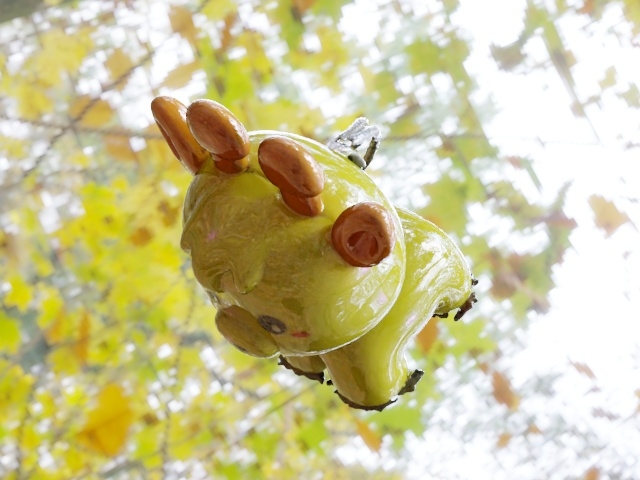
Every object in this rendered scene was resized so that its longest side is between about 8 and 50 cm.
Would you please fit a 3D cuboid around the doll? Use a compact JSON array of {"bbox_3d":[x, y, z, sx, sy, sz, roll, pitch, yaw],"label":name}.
[{"bbox_3d":[0.000,0.000,0.814,0.143,0.135,0.221,30,-14,31],"label":"doll"}]
